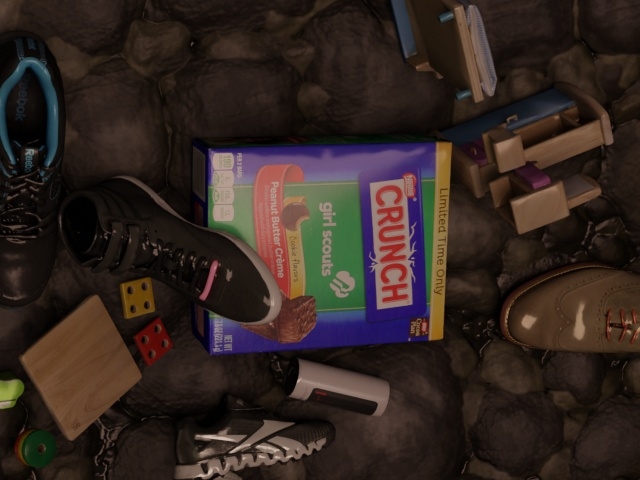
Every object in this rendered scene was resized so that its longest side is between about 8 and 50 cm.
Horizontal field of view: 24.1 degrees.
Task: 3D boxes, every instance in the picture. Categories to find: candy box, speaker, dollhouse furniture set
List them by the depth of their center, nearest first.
[{"bbox_3d":[0.242,-0.222,1.854,0.198,0.286,0.303,-23,119,-10],"label":"dollhouse furniture set"},{"bbox_3d":[0.000,0.000,1.923,0.317,0.122,0.268,-3,103,-16],"label":"candy box"},{"bbox_3d":[0.021,0.197,2.011,0.136,0.055,0.055,16,98,-19],"label":"speaker"}]

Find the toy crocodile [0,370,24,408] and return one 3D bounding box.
[{"bbox_3d":[-0.532,0.186,1.816,0.340,0.115,0.105,-5,97,-15],"label":"toy crocodile"}]

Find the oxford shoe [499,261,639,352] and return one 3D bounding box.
[{"bbox_3d":[0.421,0.099,2.063,0.348,0.130,0.123,-6,104,-15],"label":"oxford shoe"}]

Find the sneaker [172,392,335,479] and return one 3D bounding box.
[{"bbox_3d":[-0.089,0.249,1.977,0.234,0.078,0.106,-9,88,-23],"label":"sneaker"}]

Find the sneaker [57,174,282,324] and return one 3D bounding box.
[{"bbox_3d":[-0.191,0.024,1.781,0.296,0.147,0.104,33,115,22],"label":"sneaker"}]

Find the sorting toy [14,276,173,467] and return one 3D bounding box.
[{"bbox_3d":[-0.302,0.151,1.880,0.274,0.046,0.132,-43,120,-34],"label":"sorting toy"}]

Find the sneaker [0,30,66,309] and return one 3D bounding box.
[{"bbox_3d":[-0.368,-0.074,1.791,0.125,0.139,0.341,-2,105,-18],"label":"sneaker"}]

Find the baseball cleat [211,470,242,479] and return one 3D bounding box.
[{"bbox_3d":[-0.083,0.352,2.008,0.206,0.072,0.109,-6,70,-35],"label":"baseball cleat"}]
